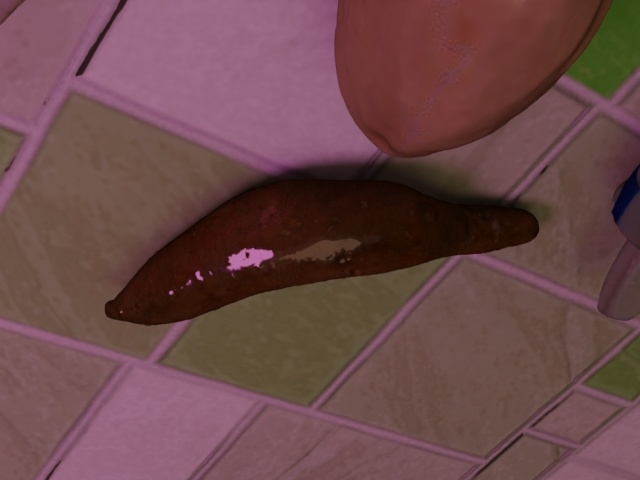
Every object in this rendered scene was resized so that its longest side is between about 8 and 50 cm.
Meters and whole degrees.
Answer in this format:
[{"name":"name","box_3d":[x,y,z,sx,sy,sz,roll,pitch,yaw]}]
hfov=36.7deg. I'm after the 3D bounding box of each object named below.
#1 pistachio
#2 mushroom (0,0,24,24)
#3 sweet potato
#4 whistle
[{"name":"pistachio","box_3d":[0.081,-0.148,0.549,0.157,0.157,0.229,6,137,-18]},{"name":"mushroom","box_3d":[-0.217,-0.204,0.447,0.173,0.162,0.236,-15,159,-36]},{"name":"sweet potato","box_3d":[0.004,-0.003,0.719,0.346,0.079,0.108,-9,162,-6]},{"name":"whistle","box_3d":[0.281,-0.035,0.736,0.110,0.092,0.244,6,129,-20]}]
